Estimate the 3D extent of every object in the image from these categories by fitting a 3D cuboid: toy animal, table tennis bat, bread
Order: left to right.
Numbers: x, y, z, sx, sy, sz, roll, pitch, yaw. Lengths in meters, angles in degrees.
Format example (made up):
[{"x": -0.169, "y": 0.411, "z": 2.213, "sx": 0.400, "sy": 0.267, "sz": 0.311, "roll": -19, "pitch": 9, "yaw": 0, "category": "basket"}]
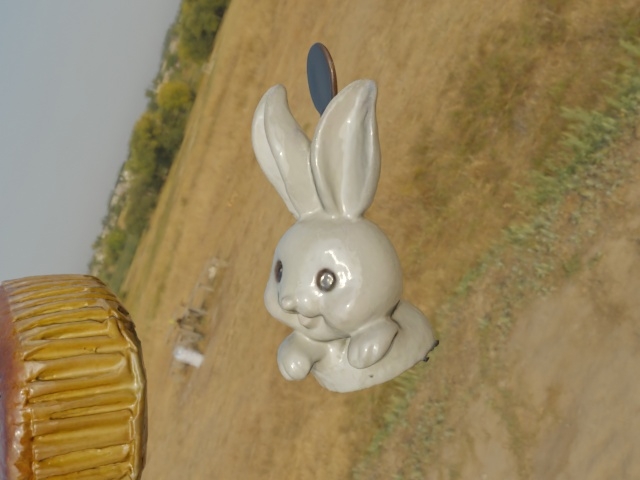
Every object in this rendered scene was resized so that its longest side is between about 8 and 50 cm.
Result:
[{"x": -0.198, "y": 0.120, "z": 0.552, "sx": 0.199, "sy": 0.104, "sz": 0.199, "roll": -1, "pitch": 89, "yaw": 60, "category": "bread"}, {"x": -0.041, "y": -0.203, "z": 1.132, "sx": 0.107, "sy": 0.119, "sz": 0.170, "roll": -150, "pitch": 50, "yaw": -67, "category": "table tennis bat"}, {"x": 0.002, "y": 0.002, "z": 0.543, "sx": 0.103, "sy": 0.221, "sz": 0.131, "roll": -3, "pitch": 26, "yaw": 41, "category": "toy animal"}]
